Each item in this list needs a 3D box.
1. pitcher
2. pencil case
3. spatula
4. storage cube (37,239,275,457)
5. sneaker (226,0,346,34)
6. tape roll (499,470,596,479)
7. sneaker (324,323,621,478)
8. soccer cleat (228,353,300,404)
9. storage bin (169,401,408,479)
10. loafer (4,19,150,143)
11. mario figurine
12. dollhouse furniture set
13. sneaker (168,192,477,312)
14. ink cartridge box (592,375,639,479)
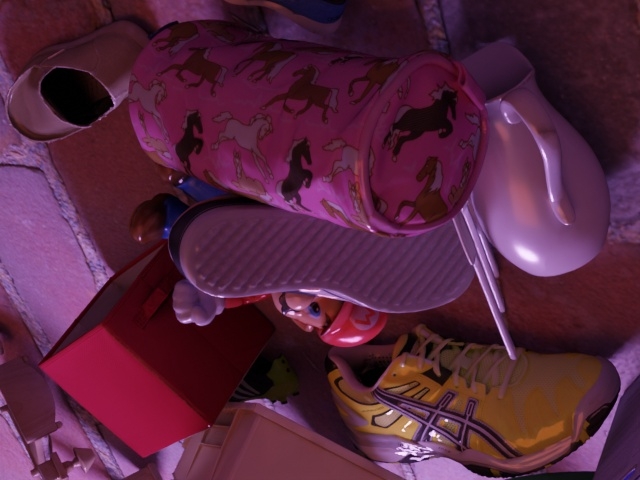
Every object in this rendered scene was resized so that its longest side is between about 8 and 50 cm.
[{"bbox_3d":[0.196,-0.063,1.041,0.125,0.178,0.207,-27,113,2],"label":"pitcher"},{"bbox_3d":[-0.022,-0.115,1.056,0.386,0.160,0.167,21,116,47],"label":"pencil case"},{"bbox_3d":[0.157,-0.008,1.133,0.019,0.168,0.242,-18,130,13],"label":"spatula"},{"bbox_3d":[-0.213,0.140,1.493,0.193,0.184,0.215,44,138,-12],"label":"storage cube"},{"bbox_3d":[-0.044,-0.261,1.092,0.152,0.058,0.085,25,144,5],"label":"sneaker"},{"bbox_3d":[0.261,0.364,1.345,0.321,0.077,0.321,-3,149,-2],"label":"tape roll"},{"bbox_3d":[0.156,0.175,1.309,0.384,0.145,0.147,-13,122,39],"label":"sneaker"},{"bbox_3d":[-0.103,0.191,1.571,0.179,0.060,0.072,-13,103,39],"label":"soccer cleat"},{"bbox_3d":[-0.037,0.323,1.497,0.262,0.123,0.260,29,164,-16],"label":"storage bin"},{"bbox_3d":[-0.295,-0.175,1.318,0.268,0.092,0.102,-21,115,44],"label":"loafer"},{"bbox_3d":[-0.067,0.015,1.286,0.320,0.170,0.198,30,144,11],"label":"mario figurine"},{"bbox_3d":[-0.421,0.317,1.911,0.355,0.173,0.303,58,157,18],"label":"dollhouse furniture set"},{"bbox_3d":[0.000,0.000,1.170,0.127,0.321,0.126,-152,69,-65],"label":"sneaker"},{"bbox_3d":[0.340,0.192,1.139,0.045,0.224,0.223,30,140,6],"label":"ink cartridge box"}]
